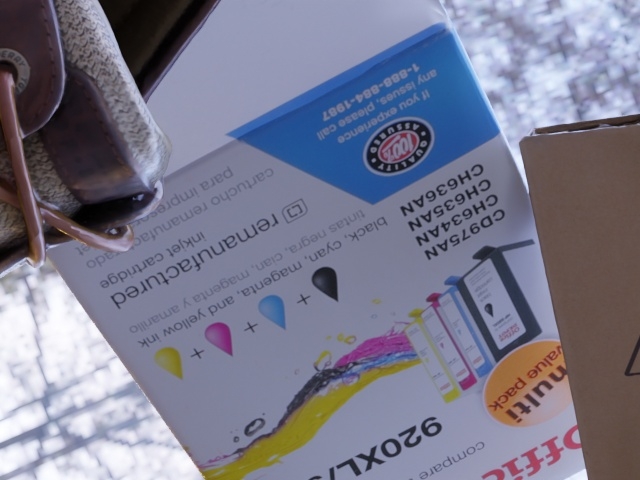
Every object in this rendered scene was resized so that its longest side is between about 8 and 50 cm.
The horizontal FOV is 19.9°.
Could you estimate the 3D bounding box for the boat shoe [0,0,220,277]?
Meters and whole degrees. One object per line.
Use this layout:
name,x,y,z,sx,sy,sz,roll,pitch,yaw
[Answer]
boat shoe,-0.098,-0.051,0.543,0.123,0.342,0.123,25,-22,31

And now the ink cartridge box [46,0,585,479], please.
ink cartridge box,0.000,0.000,0.766,0.233,0.171,0.168,60,3,-37

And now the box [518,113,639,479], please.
box,0.170,0.046,0.666,0.164,0.021,0.201,-7,-73,20
